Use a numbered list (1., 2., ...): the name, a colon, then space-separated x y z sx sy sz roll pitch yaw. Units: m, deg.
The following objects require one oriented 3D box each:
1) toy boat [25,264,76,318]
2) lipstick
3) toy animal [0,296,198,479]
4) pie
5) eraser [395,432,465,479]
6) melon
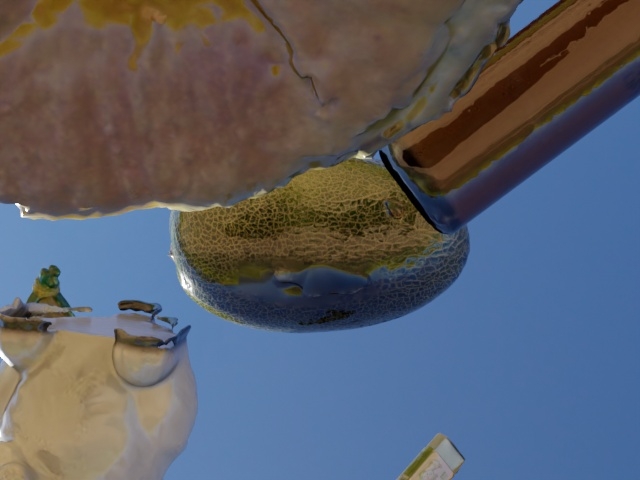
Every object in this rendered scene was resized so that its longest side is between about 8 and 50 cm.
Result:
1. toy boat: -0.295 0.143 1.273 0.088 0.089 0.230 -32 -109 42
2. lipstick: 0.179 -0.127 0.476 0.356 0.057 0.057 -37 -130 -1
3. toy animal: -0.217 0.237 1.036 0.193 0.258 0.358 7 -87 22
4. pie: -0.068 -0.129 0.308 0.339 0.339 0.083 -11 -129 8
5. eraser: 0.099 0.226 1.062 0.083 0.038 0.019 -45 -159 -18
6. melon: 0.000 0.000 0.596 0.162 0.099 0.099 -1 -132 -7
